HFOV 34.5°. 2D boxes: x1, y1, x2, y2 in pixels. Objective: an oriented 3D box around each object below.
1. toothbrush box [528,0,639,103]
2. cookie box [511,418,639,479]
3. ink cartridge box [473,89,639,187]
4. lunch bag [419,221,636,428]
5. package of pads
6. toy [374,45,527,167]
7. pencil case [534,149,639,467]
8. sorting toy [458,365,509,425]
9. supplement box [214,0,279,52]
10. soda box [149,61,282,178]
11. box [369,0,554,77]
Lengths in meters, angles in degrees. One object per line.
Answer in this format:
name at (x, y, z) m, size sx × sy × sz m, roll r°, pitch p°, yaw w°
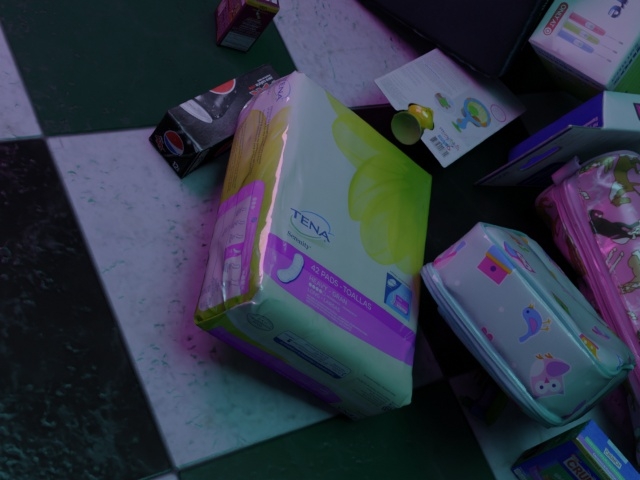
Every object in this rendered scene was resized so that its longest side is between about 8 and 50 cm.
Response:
toothbrush box at (0.403, -0.292, 1.378) m, size 0.122 × 0.206 × 0.283 m, roll 35°, pitch 9°, yaw 18°
cookie box at (0.273, 0.250, 1.094) m, size 0.092 × 0.107 × 0.040 m, roll 50°, pitch 46°, yaw 3°
ink cartridge box at (0.388, -0.127, 1.371) m, size 0.371 × 0.176 × 0.069 m, roll -3°, pitch 71°, yaw -36°
lunch bag at (0.222, 0.083, 1.097) m, size 0.224 × 0.108 × 0.279 m, roll 50°, pitch 13°, yaw 17°
package of pads at (0.000, 0.000, 1.039) m, size 0.229 × 0.101 × 0.296 m, roll 36°, pitch 46°, yaw -31°
toy at (0.160, -0.174, 1.326) m, size 0.137 × 0.056 × 0.237 m, roll 51°, pitch 40°, yaw 4°
pencil case at (0.395, 0.080, 1.262) m, size 0.160 × 0.167 × 0.386 m, roll -16°, pitch 67°, yaw 0°
sorting toy at (0.180, 0.164, 1.120) m, size 0.042 × 0.061 × 0.102 m, roll 31°, pitch 17°, yaw 6°
supplement box at (-0.086, -0.267, 1.196) m, size 0.043 × 0.083 × 0.055 m, roll 12°, pitch 56°, yaw -30°
soda box at (-0.103, -0.134, 1.119) m, size 0.060 × 0.053 × 0.169 m, roll 51°, pitch 46°, yaw 3°
box at (0.306, -0.548, 1.350) m, size 0.297 × 0.480 × 0.472 m, roll 34°, pitch 44°, yaw 12°
